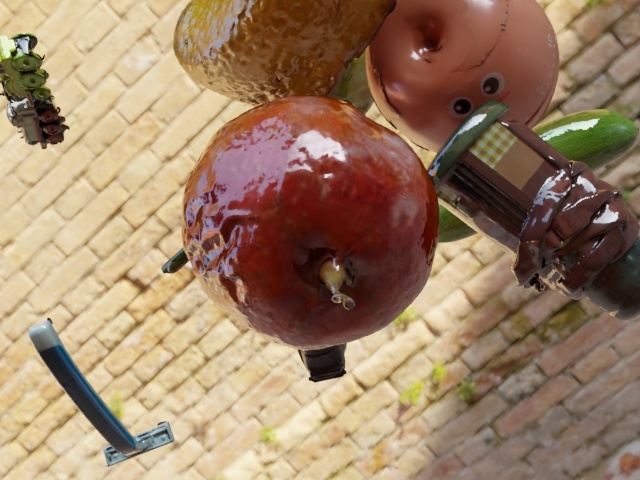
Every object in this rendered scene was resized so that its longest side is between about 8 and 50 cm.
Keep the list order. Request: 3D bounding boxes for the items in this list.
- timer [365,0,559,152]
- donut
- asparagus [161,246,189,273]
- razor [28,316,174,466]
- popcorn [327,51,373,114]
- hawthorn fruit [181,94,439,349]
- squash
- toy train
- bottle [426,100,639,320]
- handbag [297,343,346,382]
[{"bbox_3d":[0.174,-0.217,1.187,0.230,0.229,0.215,-40,-31,21],"label":"timer"},{"bbox_3d":[-0.054,-0.388,1.162,0.378,0.164,0.435,-42,47,44],"label":"donut"},{"bbox_3d":[-0.192,0.015,1.418,0.108,0.025,0.021,-41,-35,20],"label":"asparagus"},{"bbox_3d":[-0.193,0.137,0.821,0.068,0.191,0.037,-22,44,3],"label":"razor"},{"bbox_3d":[0.011,-0.281,1.651,0.221,0.184,0.204,-50,-25,6],"label":"popcorn"},{"bbox_3d":[0.000,0.000,0.867,0.242,0.242,0.271,-43,29,5],"label":"hawthorn fruit"},{"bbox_3d":[0.305,-0.102,1.492,0.395,0.107,0.107,-28,10,3],"label":"squash"},{"bbox_3d":[-0.434,-0.216,1.435,0.085,0.053,0.249,-12,-25,-9],"label":"toy train"},{"bbox_3d":[0.242,-0.017,1.035,0.143,0.271,0.156,-47,-9,-19],"label":"bottle"},{"bbox_3d":[-0.007,0.020,1.199,0.080,0.223,0.246,-11,42,9],"label":"handbag"}]
